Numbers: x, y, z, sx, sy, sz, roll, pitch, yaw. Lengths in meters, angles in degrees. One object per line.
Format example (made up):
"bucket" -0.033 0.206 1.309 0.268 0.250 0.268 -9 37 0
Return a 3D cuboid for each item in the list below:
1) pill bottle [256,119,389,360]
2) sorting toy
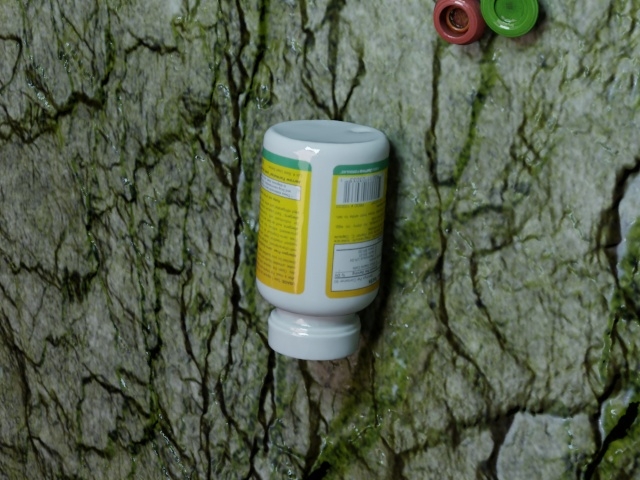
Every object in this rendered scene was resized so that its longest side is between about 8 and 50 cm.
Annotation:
"pill bottle" 0.000 0.000 1.442 0.118 0.118 0.208 18 112 41
"sorting toy" 0.143 -0.202 1.314 0.102 0.042 0.061 -8 110 34
